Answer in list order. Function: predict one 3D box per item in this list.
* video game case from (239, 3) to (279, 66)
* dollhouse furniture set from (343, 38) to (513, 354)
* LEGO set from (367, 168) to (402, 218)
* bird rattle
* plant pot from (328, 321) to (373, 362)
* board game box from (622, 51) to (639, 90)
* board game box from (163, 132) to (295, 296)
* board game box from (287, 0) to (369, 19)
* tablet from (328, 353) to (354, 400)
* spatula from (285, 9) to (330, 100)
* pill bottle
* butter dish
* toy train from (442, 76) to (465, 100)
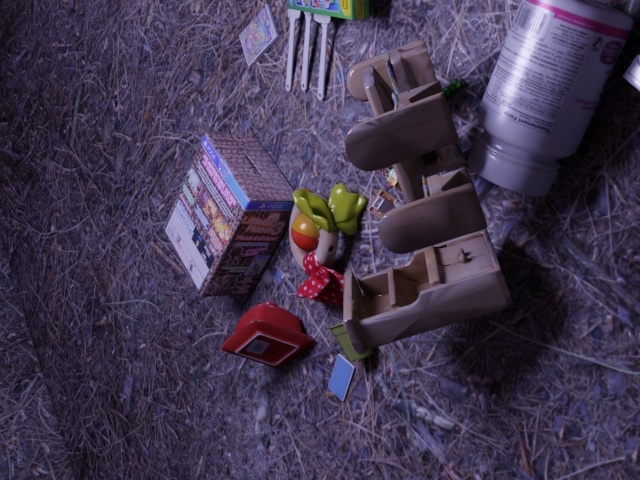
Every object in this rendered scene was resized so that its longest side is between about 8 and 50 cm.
[{"bbox_3d":[-0.140,-0.465,1.971,0.122,0.011,0.087,-36,64,45],"label":"video game case"},{"bbox_3d":[0.108,-0.061,1.342,0.362,0.257,0.394,-87,-24,-65],"label":"dollhouse furniture set"},{"bbox_3d":[0.140,-0.186,1.562,0.107,0.132,0.287,-135,44,-54],"label":"LEGO set"},{"bbox_3d":[0.000,0.000,1.764,0.207,0.143,0.253,-136,43,-54],"label":"bird rattle"},{"bbox_3d":[0.067,0.193,1.692,0.083,0.083,0.079,-25,84,48],"label":"plant pot"},{"bbox_3d":[0.554,-0.202,1.101,0.305,0.053,0.193,54,129,35],"label":"board game box"},{"bbox_3d":[-0.207,-0.056,1.959,0.232,0.141,0.291,56,130,34],"label":"board game box"},{"bbox_3d":[0.005,-0.587,1.625,0.213,0.046,0.317,27,128,50],"label":"board game box"},{"bbox_3d":[0.043,0.280,1.771,0.054,0.006,0.083,37,119,43],"label":"tablet"},{"bbox_3d":[-0.027,-0.419,1.804,0.168,0.019,0.242,27,118,48],"label":"spatula"},{"bbox_3d":[0.331,-0.221,1.289,0.160,0.160,0.283,41,122,42],"label":"pill bottle"},{"bbox_3d":[-0.112,0.187,1.871,0.160,0.160,0.118,-42,37,43],"label":"butter dish"},{"bbox_3d":[0.223,-0.261,1.531,0.083,0.017,0.023,-35,54,45],"label":"toy train"}]
